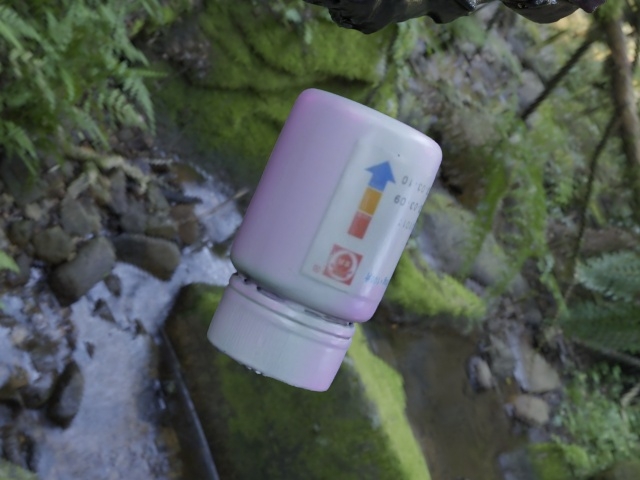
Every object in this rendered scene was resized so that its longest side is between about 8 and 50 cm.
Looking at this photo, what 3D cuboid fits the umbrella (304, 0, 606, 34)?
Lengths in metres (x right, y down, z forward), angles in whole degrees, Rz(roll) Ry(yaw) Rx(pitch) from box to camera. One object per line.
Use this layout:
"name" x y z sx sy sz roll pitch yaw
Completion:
"umbrella" 0.115 -0.163 0.568 0.326 0.090 0.094 -15 54 -39

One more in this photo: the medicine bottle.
"medicine bottle" 0.000 0.000 0.961 0.152 0.152 0.255 19 97 -51
